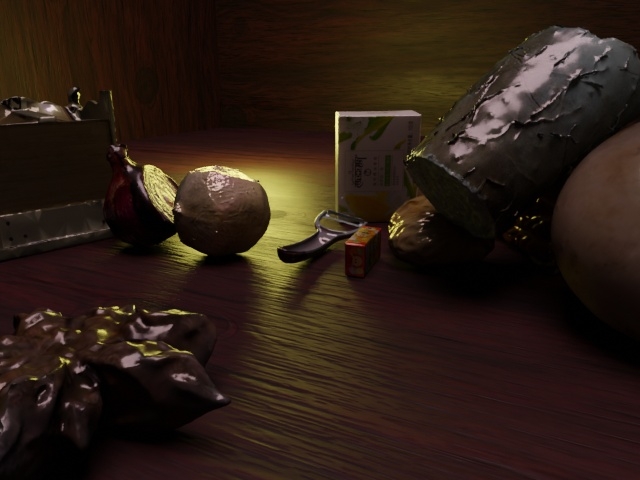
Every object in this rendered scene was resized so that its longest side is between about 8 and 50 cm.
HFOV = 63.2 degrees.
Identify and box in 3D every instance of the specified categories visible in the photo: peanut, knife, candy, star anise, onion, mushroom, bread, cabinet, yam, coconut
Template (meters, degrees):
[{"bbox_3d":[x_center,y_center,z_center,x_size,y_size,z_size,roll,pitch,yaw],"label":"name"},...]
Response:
[{"bbox_3d":[0.225,-0.023,1.004,0.196,0.110,0.233,-4,17,4],"label":"peanut"},{"bbox_3d":[0.000,0.002,1.025,0.123,0.053,0.278,13,22,23],"label":"knife"},{"bbox_3d":[0.079,0.018,0.954,0.038,0.062,0.122,6,18,19],"label":"candy"},{"bbox_3d":[-0.242,0.138,0.503,0.315,0.108,0.315,-1,9,0],"label":"star anise"},{"bbox_3d":[-0.382,-0.092,1.072,0.139,0.218,0.195,-26,25,17],"label":"onion"},{"bbox_3d":[0.503,0.002,0.687,0.362,0.295,0.362,-11,50,13],"label":"mushroom"},{"bbox_3d":[0.429,-0.063,1.012,0.114,0.185,0.275,1,18,-7],"label":"bread"},{"bbox_3d":[-0.601,-0.159,1.109,0.290,0.318,0.227,-17,24,-41],"label":"cabinet"},{"bbox_3d":[0.324,-0.172,0.855,0.348,0.241,0.241,-41,29,-10],"label":"yam"},{"bbox_3d":[-0.203,-0.057,1.016,0.194,0.194,0.194,0,17,0],"label":"coconut"}]

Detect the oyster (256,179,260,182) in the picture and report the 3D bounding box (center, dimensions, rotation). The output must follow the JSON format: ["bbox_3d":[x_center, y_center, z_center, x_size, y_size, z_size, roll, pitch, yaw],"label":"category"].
[{"bbox_3d":[-0.225,-0.131,1.451,0.105,0.056,0.177,-6,16,3],"label":"oyster"}]

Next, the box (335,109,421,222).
[{"bbox_3d":[0.134,-0.178,1.256,0.194,0.260,0.111,-2,21,-1],"label":"box"}]
